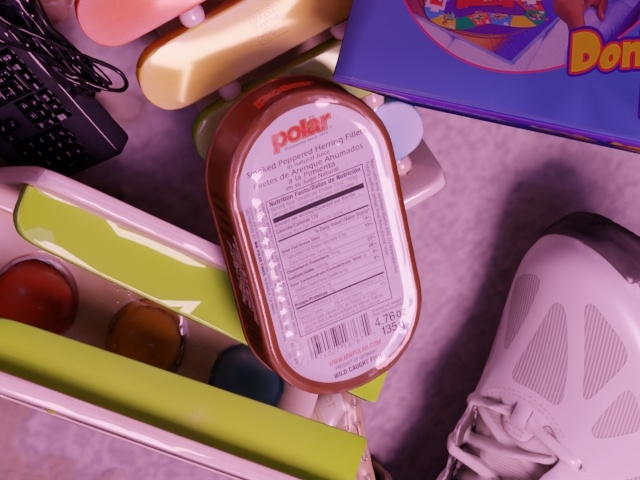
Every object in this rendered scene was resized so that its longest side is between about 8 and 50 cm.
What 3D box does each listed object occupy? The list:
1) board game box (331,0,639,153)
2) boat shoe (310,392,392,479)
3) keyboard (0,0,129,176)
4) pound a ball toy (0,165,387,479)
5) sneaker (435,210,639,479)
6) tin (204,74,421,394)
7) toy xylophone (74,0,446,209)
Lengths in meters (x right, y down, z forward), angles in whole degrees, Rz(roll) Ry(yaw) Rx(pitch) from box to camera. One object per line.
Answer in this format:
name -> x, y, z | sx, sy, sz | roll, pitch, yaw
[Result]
board game box -> 0.184, -0.154, 0.665 | 0.078, 0.347, 0.233 | 10, 96, -50
boat shoe -> 0.031, 0.164, 1.022 | 0.048, 0.056, 0.153 | -25, 118, 2
keyboard -> -0.183, -0.100, 0.777 | 0.100, 0.038, 0.192 | -24, 129, 22
pound a ball toy -> -0.127, 0.093, 0.854 | 0.319, 0.135, 0.208 | 24, 79, -28
sneaker -> 0.120, 0.211, 0.966 | 0.257, 0.169, 0.447 | -22, 127, -31
tin -> 0.000, 0.000, 0.801 | 0.106, 0.040, 0.190 | -24, 117, -21
toy xylophone -> -0.013, -0.152, 0.797 | 0.236, 0.081, 0.323 | -35, 125, 3
